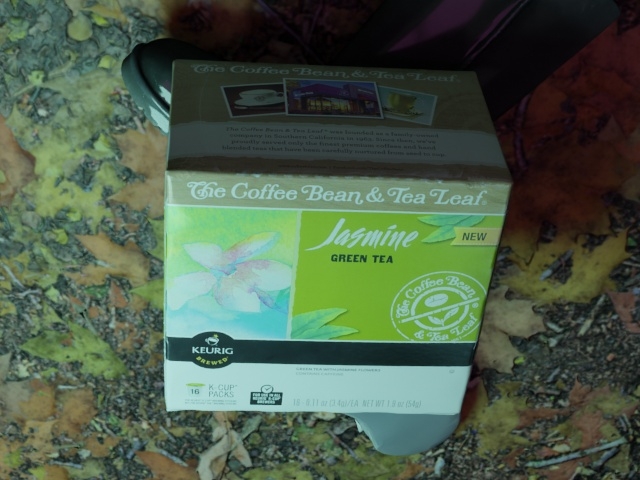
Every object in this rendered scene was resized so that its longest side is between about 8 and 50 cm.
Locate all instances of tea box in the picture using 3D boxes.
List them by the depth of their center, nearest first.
[{"bbox_3d":[0.000,0.000,1.194,0.329,0.220,0.323,1,128,-5],"label":"tea box"}]

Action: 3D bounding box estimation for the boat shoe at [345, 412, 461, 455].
[{"bbox_3d":[0.058,0.167,1.487,0.136,0.156,0.367,-37,141,15],"label":"boat shoe"}]

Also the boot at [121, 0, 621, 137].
[{"bbox_3d":[0.054,-0.227,1.250,0.367,0.146,0.445,36,118,-28],"label":"boot"}]
